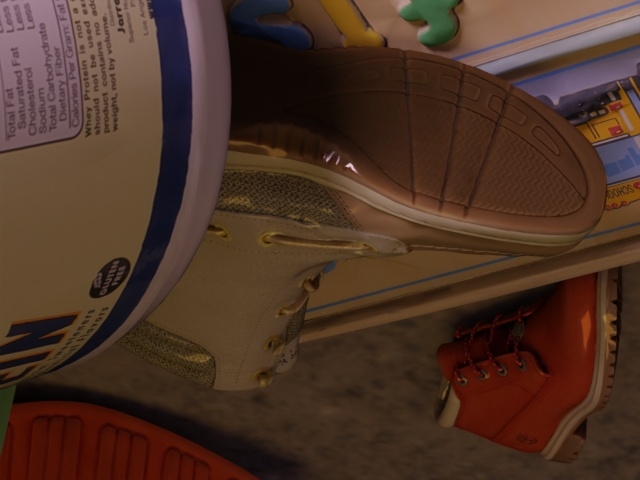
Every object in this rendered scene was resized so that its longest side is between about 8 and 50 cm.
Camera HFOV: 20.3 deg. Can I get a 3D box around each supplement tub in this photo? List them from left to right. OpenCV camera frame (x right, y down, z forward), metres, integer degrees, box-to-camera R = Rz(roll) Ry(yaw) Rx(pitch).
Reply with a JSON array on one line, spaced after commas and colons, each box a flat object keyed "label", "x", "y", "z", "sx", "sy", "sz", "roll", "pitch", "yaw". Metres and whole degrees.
[{"label": "supplement tub", "x": -0.211, "y": -0.038, "z": 0.548, "sx": 0.325, "sy": 0.235, "sz": 0.235, "roll": -18, "pitch": 166, "yaw": -49}]

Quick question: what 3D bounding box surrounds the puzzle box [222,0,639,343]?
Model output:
[{"label": "puzzle box", "x": 0.095, "y": -0.089, "z": 0.712, "sx": 0.409, "sy": 0.052, "sz": 0.272, "roll": -16, "pitch": 137, "yaw": 25}]

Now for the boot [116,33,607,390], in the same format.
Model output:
[{"label": "boot", "x": 0.000, "y": 0.000, "z": 0.733, "sx": 0.213, "sy": 0.077, "sz": 0.165, "roll": 11, "pitch": 141, "yaw": 3}]

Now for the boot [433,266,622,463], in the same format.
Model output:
[{"label": "boot", "x": 0.103, "y": 0.057, "z": 0.890, "sx": 0.084, "sy": 0.059, "sz": 0.158, "roll": 13, "pitch": 142, "yaw": -1}]

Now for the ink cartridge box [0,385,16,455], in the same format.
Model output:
[{"label": "ink cartridge box", "x": -0.263, "y": -0.003, "z": 0.750, "sx": 0.273, "sy": 0.198, "sz": 0.115, "roll": 27, "pitch": 137, "yaw": -25}]

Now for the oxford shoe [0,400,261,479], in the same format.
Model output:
[{"label": "oxford shoe", "x": -0.190, "y": 0.158, "z": 1.030, "sx": 0.363, "sy": 0.130, "sz": 0.133, "roll": 11, "pitch": 165, "yaw": -5}]
